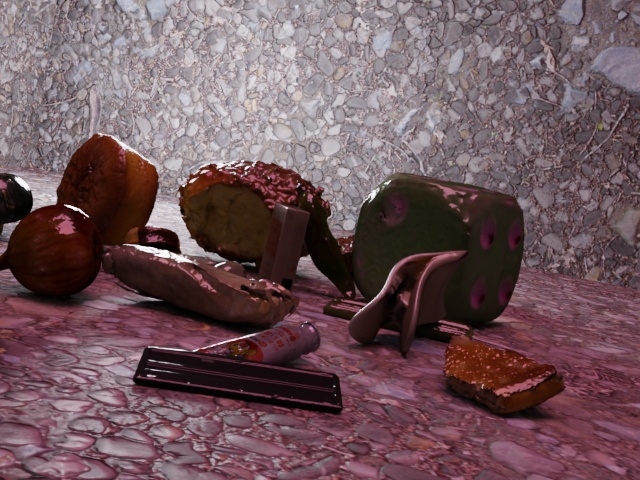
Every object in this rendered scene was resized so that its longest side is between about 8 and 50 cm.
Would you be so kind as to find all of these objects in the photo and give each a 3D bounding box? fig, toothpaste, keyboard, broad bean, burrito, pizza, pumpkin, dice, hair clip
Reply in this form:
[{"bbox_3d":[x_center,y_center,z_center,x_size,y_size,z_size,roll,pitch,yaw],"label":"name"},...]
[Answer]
[{"bbox_3d":[-0.500,0.024,1.357,0.207,0.175,0.175,-9,6,1],"label":"fig"},{"bbox_3d":[-0.096,0.169,1.147,0.089,0.057,0.234,23,22,38],"label":"toothpaste"},{"bbox_3d":[-0.159,0.173,1.019,0.381,0.041,0.103,16,18,-7],"label":"keyboard"},{"bbox_3d":[0.000,0.000,1.846,0.077,0.339,0.061,-15,-15,-27],"label":"broad bean"},{"bbox_3d":[-0.219,0.088,1.425,0.348,0.107,0.175,14,-9,13],"label":"burrito"},{"bbox_3d":[0.267,0.219,1.210,0.147,0.069,0.226,-23,23,-38],"label":"pizza"},{"bbox_3d":[-0.804,-0.088,1.848,0.211,0.152,0.211,-5,16,1],"label":"pumpkin"},{"bbox_3d":[0.286,0.015,1.842,0.318,0.330,0.322,13,8,38],"label":"dice"},{"bbox_3d":[0.165,0.123,1.458,0.113,0.172,0.282,26,35,19],"label":"hair clip"}]

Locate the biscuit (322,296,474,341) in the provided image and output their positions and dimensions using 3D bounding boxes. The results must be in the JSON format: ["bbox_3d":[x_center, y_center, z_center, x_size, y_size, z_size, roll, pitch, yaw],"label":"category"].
[{"bbox_3d":[0.164,0.167,1.617,0.322,0.038,0.099,12,10,15],"label":"biscuit"}]

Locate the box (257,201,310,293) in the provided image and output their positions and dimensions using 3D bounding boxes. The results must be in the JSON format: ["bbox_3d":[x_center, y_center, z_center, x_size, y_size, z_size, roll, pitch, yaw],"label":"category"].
[{"bbox_3d":[-0.089,0.017,1.795,0.058,0.201,0.141,12,7,-17],"label":"box"}]

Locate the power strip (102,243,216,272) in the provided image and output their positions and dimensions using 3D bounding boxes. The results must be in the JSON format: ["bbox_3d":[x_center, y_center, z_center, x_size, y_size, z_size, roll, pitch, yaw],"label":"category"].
[{"bbox_3d":[-0.382,0.050,1.705,0.288,0.053,0.093,7,7,-23],"label":"power strip"}]

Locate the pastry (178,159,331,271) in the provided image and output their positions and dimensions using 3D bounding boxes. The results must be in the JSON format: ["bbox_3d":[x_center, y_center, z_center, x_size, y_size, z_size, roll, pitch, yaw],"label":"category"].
[{"bbox_3d":[-0.168,-0.074,2.072,0.405,0.292,0.337,10,18,19],"label":"pastry"}]

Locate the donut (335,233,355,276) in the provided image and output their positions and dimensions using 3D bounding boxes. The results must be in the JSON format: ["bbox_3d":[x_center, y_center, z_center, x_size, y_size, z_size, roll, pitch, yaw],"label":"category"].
[{"bbox_3d":[0.074,0.038,2.229,0.126,0.144,0.186,-10,33,1],"label":"donut"}]

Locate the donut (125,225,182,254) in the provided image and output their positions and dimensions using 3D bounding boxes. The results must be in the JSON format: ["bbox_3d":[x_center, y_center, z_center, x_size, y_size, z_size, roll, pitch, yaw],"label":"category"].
[{"bbox_3d":[-0.396,0.011,1.784,0.140,0.059,0.140,-2,-22,-1],"label":"donut"}]

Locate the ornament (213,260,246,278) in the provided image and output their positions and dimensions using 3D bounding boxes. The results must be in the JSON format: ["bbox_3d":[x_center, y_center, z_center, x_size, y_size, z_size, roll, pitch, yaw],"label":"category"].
[{"bbox_3d":[-0.214,0.085,1.600,0.075,0.081,0.156,46,18,10],"label":"ornament"}]

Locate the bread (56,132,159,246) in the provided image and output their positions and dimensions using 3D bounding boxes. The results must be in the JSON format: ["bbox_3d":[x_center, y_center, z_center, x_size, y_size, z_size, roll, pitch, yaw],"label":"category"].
[{"bbox_3d":[-0.545,-0.115,1.922,0.172,0.312,0.312,20,-2,-42],"label":"bread"}]
